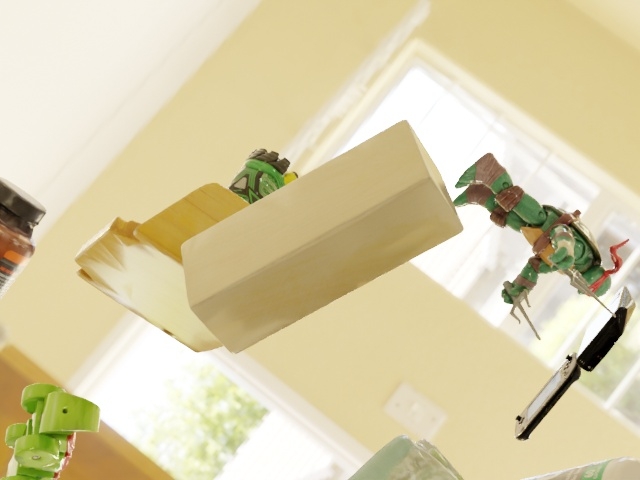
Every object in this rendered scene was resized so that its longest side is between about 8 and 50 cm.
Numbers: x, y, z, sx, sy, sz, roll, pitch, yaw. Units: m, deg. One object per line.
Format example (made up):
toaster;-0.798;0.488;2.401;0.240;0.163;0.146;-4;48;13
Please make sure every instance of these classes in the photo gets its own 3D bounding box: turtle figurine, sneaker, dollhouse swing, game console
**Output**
turtle figurine;0.252;0.009;1.354;0.118;0.234;0.175;-34;-18;-26
sneaker;-0.114;0.012;2.041;0.146;0.134;0.344;-47;-37;-36
dollhouse swing;-0.114;-0.025;1.674;0.305;0.315;0.347;-60;14;-21
game console;0.486;0.249;2.291;0.361;0.044;0.213;-55;-8;19

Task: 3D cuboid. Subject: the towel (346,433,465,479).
towel;0.084;0.393;1.146;0.374;0.320;0.090;-31;-14;-44

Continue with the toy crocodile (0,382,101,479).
toy crocodile;-0.425;0.319;1.821;0.340;0.105;0.115;125;151;-47

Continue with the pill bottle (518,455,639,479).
pill bottle;0.375;0.485;1.935;0.361;0.204;0.204;-24;11;38

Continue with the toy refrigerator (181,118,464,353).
toy refrigerator;0.000;0.000;1.193;0.269;0.094;0.102;-29;40;10

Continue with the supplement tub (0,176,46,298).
supplement tub;-0.400;0.025;1.364;0.198;0.106;0.106;-53;-9;-1
